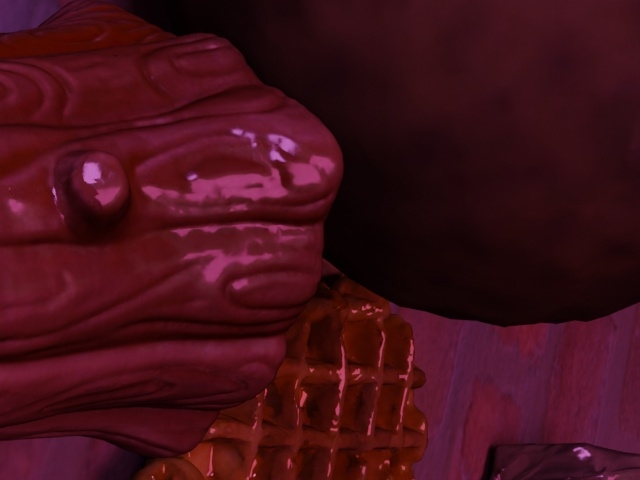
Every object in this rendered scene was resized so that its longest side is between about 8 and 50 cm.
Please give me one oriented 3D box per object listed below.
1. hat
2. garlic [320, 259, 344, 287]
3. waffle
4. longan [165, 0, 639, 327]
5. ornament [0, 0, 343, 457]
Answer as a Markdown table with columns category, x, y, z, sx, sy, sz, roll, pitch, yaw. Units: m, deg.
| category | x | y | z | sx | sy | sz | roll | pitch | yaw |
| --- | --- | --- | --- | --- | --- | --- | --- | --- | --- |
| hat | 0.203 | 0.289 | 1.442 | 0.214 | 0.149 | 0.245 | 54 | 39 | -44 |
| garlic | -0.001 | 0.000 | 1.175 | 0.083 | 0.041 | 0.053 | 42 | 64 | -59 |
| waffle | -0.013 | 0.161 | 1.145 | 0.329 | 0.062 | 0.329 | -17 | 110 | -54 |
| longan | 0.111 | -0.144 | 0.967 | 0.391 | 0.391 | 0.391 | -10 | 102 | -56 |
| ornament | -0.137 | -0.001 | 0.811 | 0.217 | 0.221 | 0.235 | -9 | 90 | -51 |
